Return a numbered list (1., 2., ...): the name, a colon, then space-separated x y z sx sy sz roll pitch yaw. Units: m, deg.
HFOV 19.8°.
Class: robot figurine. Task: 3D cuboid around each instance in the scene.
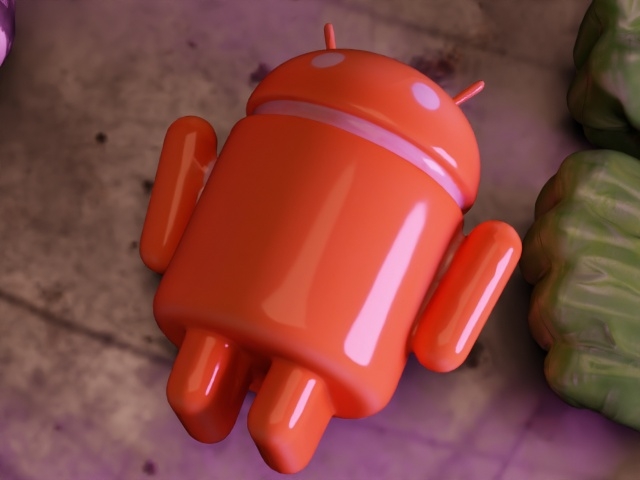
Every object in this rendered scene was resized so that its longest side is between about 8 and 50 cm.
1. robot figurine: -0.002 -0.001 0.896 0.128 0.158 0.219 37 69 -35

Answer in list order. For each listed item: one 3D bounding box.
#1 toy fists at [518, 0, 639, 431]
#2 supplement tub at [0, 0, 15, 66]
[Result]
1. toy fists: 0.182 -0.035 0.943 0.142 0.096 0.279 21 71 -10
2. supplement tub: -0.276 -0.229 0.899 0.207 0.207 0.338 -12 74 -9
